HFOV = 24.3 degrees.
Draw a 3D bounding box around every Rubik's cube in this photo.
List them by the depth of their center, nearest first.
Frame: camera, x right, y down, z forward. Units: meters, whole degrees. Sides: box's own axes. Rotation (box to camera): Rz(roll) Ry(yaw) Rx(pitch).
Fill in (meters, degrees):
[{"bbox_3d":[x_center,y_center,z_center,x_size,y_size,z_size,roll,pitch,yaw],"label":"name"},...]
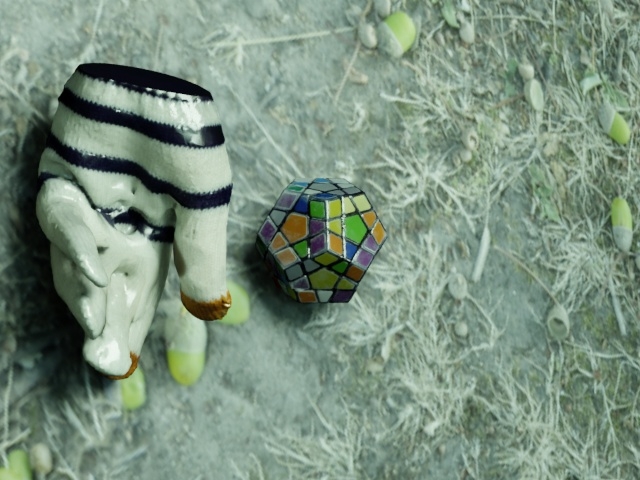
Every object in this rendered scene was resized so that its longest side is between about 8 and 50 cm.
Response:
[{"bbox_3d":[0.000,0.000,1.216,0.111,0.111,0.093,-15,116,-41],"label":"Rubik's cube"}]

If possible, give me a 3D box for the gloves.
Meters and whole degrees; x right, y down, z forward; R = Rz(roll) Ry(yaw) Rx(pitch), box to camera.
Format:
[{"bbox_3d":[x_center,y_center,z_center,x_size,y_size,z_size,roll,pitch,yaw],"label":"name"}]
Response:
[{"bbox_3d":[-0.145,-0.011,1.096,0.140,0.131,0.219,0,110,-41],"label":"gloves"}]
